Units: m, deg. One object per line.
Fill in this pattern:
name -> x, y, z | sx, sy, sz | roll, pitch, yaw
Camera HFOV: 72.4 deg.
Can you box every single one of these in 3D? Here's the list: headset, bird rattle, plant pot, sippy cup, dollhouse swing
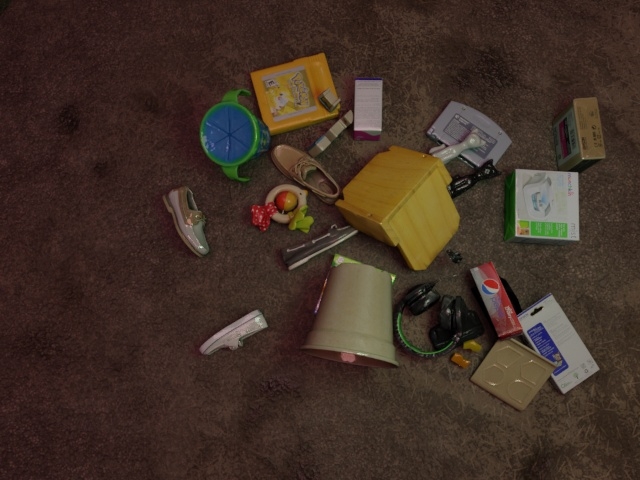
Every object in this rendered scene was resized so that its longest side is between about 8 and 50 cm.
headset -> 0.412, 0.227, 1.561 | 0.243, 0.185, 0.394 | 25, 87, 25
bird rattle -> -0.149, -0.123, 1.723 | 0.254, 0.143, 0.206 | 10, 69, 17
plant pot -> 0.119, 0.253, 1.498 | 0.334, 0.334, 0.305 | 9, 70, 4
sippy cup -> -0.304, -0.400, 1.681 | 0.240, 0.224, 0.305 | 40, 108, 7
dollhouse swing -> 0.307, -0.112, 1.660 | 0.315, 0.305, 0.347 | 28, 68, 40

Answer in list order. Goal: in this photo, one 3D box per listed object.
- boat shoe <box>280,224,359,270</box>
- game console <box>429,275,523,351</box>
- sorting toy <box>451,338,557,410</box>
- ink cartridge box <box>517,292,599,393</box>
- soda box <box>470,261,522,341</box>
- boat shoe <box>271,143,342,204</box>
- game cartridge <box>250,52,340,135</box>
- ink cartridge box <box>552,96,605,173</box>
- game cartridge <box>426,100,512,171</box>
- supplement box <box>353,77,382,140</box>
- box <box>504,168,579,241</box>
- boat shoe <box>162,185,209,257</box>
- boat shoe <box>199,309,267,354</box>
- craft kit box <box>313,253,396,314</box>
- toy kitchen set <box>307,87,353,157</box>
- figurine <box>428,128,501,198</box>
boat shoe -> 0.000, 0.000, 1.677 | 0.335, 0.112, 0.095 | -29, 85, 1
game console -> 0.575, 0.294, 1.639 | 0.361, 0.044, 0.213 | -25, 80, -3
sorting toy -> 0.648, 0.449, 1.579 | 0.307, 0.041, 0.229 | 31, 108, 8
ink cartridge box -> 0.840, 0.365, 1.580 | 0.165, 0.065, 0.332 | -32, 92, -2
soda box -> 0.621, 0.214, 1.549 | 0.084, 0.092, 0.263 | -23, 60, 14
boat shoe -> -0.053, -0.276, 1.723 | 0.341, 0.110, 0.121 | 37, 84, 7
game cartridge -> -0.102, -0.606, 1.809 | 0.324, 0.052, 0.285 | -16, 81, 1
ink cartridge box -> 0.970, -0.388, 1.654 | 0.088, 0.193, 0.234 | -3, 80, 4
game cartridge -> 0.598, -0.417, 1.748 | 0.294, 0.060, 0.196 | 38, 88, 7
supplement box -> 0.189, -0.522, 1.752 | 0.114, 0.111, 0.220 | 0, 81, 3
box -> 0.831, -0.122, 1.654 | 0.231, 0.127, 0.261 | 5, 80, 5
boat shoe -> -0.507, -0.080, 1.712 | 0.103, 0.113, 0.302 | -32, 80, 3
boat shoe -> -0.323, 0.365, 1.646 | 0.268, 0.096, 0.088 | -31, 76, -11
craft kit box -> 0.130, 0.206, 1.668 | 0.250, 0.061, 0.246 | 20, 85, 5
toy kitchen set -> 0.002, -0.467, 1.735 | 0.166, 0.122, 0.207 | 46, 74, -10
figurine -> 0.554, -0.299, 1.680 | 0.210, 0.092, 0.214 | -26, 90, 10
